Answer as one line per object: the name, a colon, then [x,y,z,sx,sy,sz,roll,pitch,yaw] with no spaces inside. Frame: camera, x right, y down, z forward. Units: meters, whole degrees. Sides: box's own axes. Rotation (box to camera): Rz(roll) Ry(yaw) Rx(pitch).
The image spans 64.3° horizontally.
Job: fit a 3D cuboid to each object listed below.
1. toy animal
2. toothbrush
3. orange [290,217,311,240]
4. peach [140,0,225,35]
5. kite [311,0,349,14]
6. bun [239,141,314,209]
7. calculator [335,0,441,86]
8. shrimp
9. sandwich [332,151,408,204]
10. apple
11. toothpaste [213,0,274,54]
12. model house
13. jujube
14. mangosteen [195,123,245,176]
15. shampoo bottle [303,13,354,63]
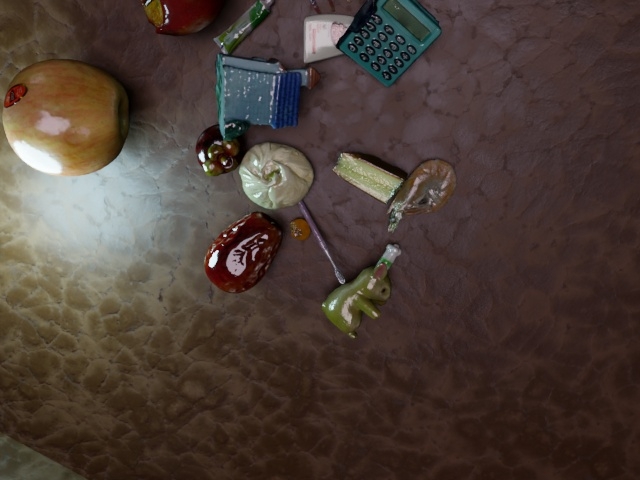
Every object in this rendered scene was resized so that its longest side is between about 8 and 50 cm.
toy animal: [0.181,0.189,1.850,0.363,0.181,0.180,-40,95,16]
toothbrush: [0.000,0.000,1.846,0.024,0.029,0.354,-28,83,2]
orange: [-0.075,-0.039,1.879,0.086,0.062,0.086,1,107,4]
peach: [-0.436,-0.855,1.559,0.309,0.335,0.406,-18,99,-15]
kite: [-0.026,-0.921,1.647,0.204,0.022,0.361,-27,100,15]
bun: [-0.164,-0.222,1.790,0.259,0.160,0.259,2,108,7]
calculator: [0.210,-0.642,1.602,0.248,0.058,0.274,32,127,-23]
shrimp: [0.353,-0.142,1.791,0.168,0.077,0.317,34,104,-6]
sandwich: [0.171,-0.230,1.762,0.235,0.128,0.122,31,110,6]
apple: [-0.832,-0.413,1.712,0.346,0.391,0.392,1,106,-1]
toothpaste: [-0.253,-0.732,1.718,0.248,0.047,0.078,-37,94,18]
model house: [-0.172,-0.483,1.672,0.329,0.295,0.252,-6,113,-13]
jujube: [-0.279,0.046,1.864,0.223,0.223,0.318,40,99,-5]
mangosteen: [-0.346,-0.307,1.770,0.199,0.200,0.200,2,106,7]
shampoo bottle: [0.085,-0.666,1.677,0.284,0.071,0.153,2,108,8]
